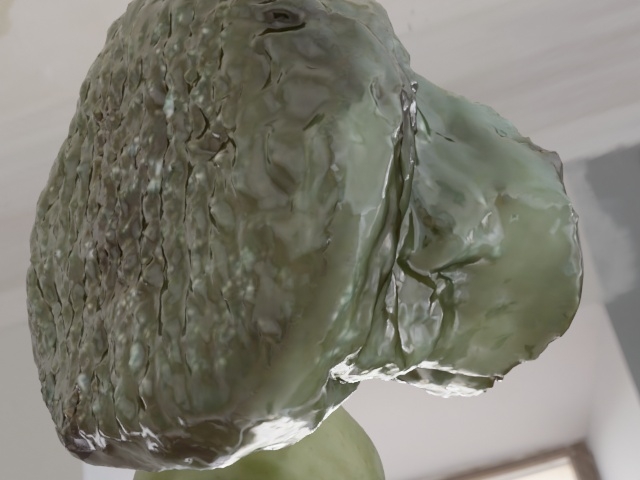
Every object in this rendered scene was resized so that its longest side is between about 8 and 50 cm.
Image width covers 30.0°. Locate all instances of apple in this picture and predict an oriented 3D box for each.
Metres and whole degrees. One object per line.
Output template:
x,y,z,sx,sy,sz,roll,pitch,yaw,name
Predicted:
-0.079,0.346,1.564,0.357,0.357,0.357,-7,-38,-6,apple

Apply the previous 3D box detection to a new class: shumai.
0.000,0.000,0.818,0.323,0.324,0.397,11,-9,-33,shumai
